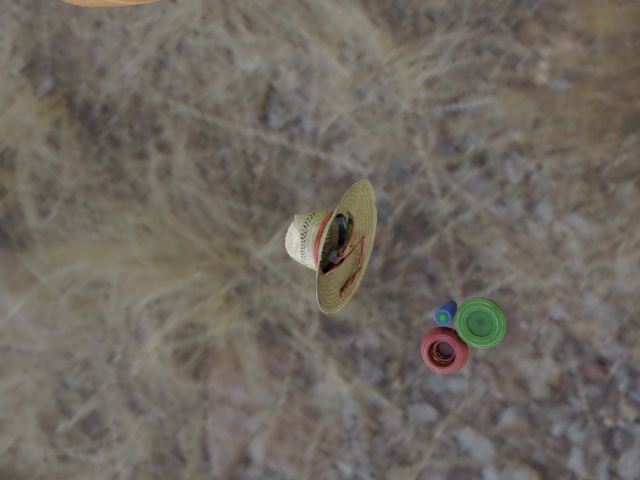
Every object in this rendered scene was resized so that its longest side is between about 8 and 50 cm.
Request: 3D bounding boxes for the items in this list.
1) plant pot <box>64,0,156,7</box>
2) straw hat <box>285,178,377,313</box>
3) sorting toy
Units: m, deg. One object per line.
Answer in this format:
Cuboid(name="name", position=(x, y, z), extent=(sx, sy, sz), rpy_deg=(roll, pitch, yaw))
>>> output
Cuboid(name="plant pot", position=(-0.254, -0.358, 1.590), extent=(0.203, 0.291, 0.291), rpy_deg=(-3, 125, 46))
Cuboid(name="straw hat", position=(0.000, 0.000, 1.599), extent=(0.061, 0.144, 0.144), rpy_deg=(18, 137, 20))
Cuboid(name="sorting toy", position=(0.140, 0.085, 1.624), extent=(0.102, 0.042, 0.061), rpy_deg=(-39, 91, 26))
